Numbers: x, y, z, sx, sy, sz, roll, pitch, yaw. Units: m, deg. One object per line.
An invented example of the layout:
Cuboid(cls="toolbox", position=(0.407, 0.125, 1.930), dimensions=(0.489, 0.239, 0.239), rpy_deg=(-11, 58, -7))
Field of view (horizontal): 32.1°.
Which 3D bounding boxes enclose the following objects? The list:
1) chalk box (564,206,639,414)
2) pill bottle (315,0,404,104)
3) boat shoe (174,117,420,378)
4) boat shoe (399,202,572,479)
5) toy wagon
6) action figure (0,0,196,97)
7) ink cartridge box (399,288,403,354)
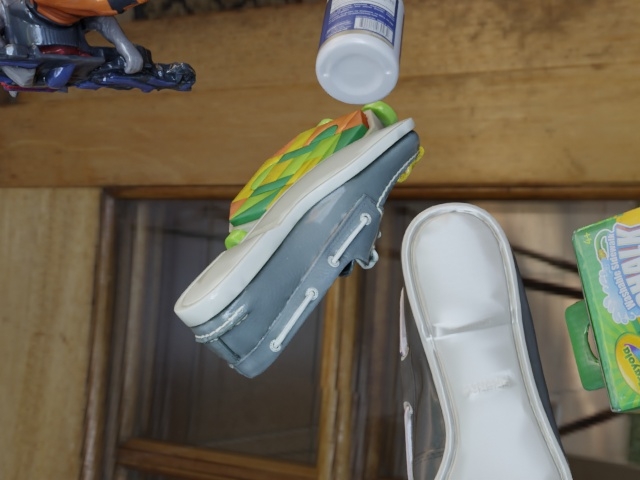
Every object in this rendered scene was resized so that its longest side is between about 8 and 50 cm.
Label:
Cuboid(cls="chalk box", position=(0.356, 0.061, 1.035), dimensions=(0.179, 0.289, 0.180), rpy_deg=(14, 59, -52))
Cuboid(cls="pill bottle", position=(0.049, -0.243, 1.282), dimensions=(0.169, 0.094, 0.094), rpy_deg=(-81, 151, -43))
Cuboid(cls="boat shoe", position=(0.000, 0.000, 1.049), dimensions=(0.319, 0.116, 0.099), rpy_deg=(-44, 105, -32))
Cuboid(cls="boat shoe", position=(0.116, 0.140, 0.801), dimensions=(0.095, 0.112, 0.335), rpy_deg=(68, 17, -78))
Cuboid(cls="toy wagon", position=(0.007, -0.094, 1.558), dimensions=(0.068, 0.344, 0.267), rpy_deg=(47, 58, -18))
Cuboid(cls="action figure", position=(-0.276, -0.286, 1.350), dimensions=(0.341, 0.330, 0.178), rpy_deg=(1, 60, -51))
Cuboid(cls="ink cartridge box", position=(0.158, 0.129, 1.540), dimensions=(0.097, 0.046, 0.207), rpy_deg=(45, 18, -12))
